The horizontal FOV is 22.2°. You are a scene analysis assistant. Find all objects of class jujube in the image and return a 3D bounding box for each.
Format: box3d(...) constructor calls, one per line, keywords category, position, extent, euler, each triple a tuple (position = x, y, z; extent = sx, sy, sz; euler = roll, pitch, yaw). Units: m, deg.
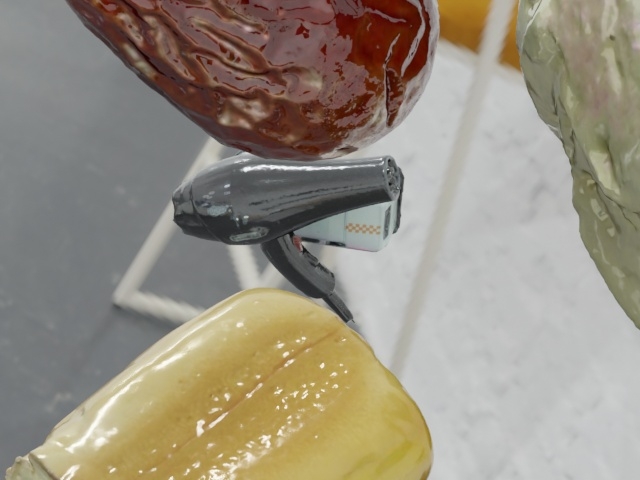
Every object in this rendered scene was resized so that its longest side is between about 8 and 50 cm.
box3d(category="jujube", position=(-0.046, -0.154, 1.020), extent=(0.255, 0.190, 0.190), euler=(21, 28, -29))

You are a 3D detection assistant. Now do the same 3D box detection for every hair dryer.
box3d(category="hair dryer", position=(0.000, 0.000, 1.671), extent=(0.271, 0.236, 0.091), euler=(55, 34, -51))

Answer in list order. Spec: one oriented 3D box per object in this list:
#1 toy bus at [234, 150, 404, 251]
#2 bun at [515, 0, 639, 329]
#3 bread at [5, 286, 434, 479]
box3d(category="toy bus", position=(-0.011, -0.042, 1.765), extent=(0.194, 0.087, 0.089), euler=(9, 31, 8))
box3d(category="bun", position=(0.250, -0.059, 0.996), extent=(0.361, 0.213, 0.361), euler=(33, 45, -40))
box3d(category="bread", position=(-0.042, 0.106, 0.707), extent=(0.173, 0.085, 0.134), euler=(-33, 58, -32))
